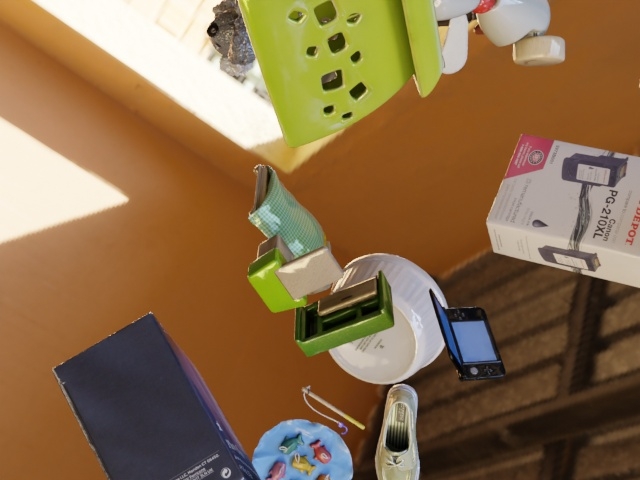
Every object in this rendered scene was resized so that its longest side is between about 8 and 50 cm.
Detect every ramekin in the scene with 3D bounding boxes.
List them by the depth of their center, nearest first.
[{"bbox_3d":[0.125,0.175,2.134,0.273,0.273,0.127,-44,180,35],"label":"ramekin"}]

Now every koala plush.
[{"bbox_3d":[-0.152,-0.439,2.118,0.221,0.203,0.196,-18,-96,54],"label":"koala plush"}]

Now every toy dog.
[{"bbox_3d":[0.239,-0.360,1.592,0.161,0.333,0.220,-7,-114,46],"label":"toy dog"}]

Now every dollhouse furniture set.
[{"bbox_3d":[0.000,0.000,1.617,0.151,0.198,0.302,-24,-148,16],"label":"dollhouse furniture set"}]

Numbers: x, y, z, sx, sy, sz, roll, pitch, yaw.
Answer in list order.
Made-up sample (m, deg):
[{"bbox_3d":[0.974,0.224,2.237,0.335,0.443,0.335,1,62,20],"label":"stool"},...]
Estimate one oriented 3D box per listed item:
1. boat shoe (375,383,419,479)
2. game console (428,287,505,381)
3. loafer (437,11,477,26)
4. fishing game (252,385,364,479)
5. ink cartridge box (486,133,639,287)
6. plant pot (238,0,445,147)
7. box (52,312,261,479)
[{"bbox_3d":[0.178,0.493,2.441,0.094,0.109,0.303,-45,136,-69],"label":"boat shoe"},{"bbox_3d":[0.209,0.132,1.464,0.071,0.107,0.122,107,-23,-50],"label":"game console"},{"bbox_3d":[0.189,-0.415,1.859,0.220,0.080,0.078,7,-136,32],"label":"loafer"},{"bbox_3d":[-0.031,0.408,1.799,0.264,0.189,0.041,-54,-173,-13],"label":"fishing game"},{"bbox_3d":[0.394,-0.047,1.548,0.237,0.100,0.172,15,-114,25],"label":"ink cartridge box"},{"bbox_3d":[0.022,-0.278,1.194,0.207,0.228,0.227,-14,-135,3],"label":"plant pot"},{"bbox_3d":[-0.235,0.307,1.585,0.182,0.294,0.296,-31,160,-7],"label":"box"}]
